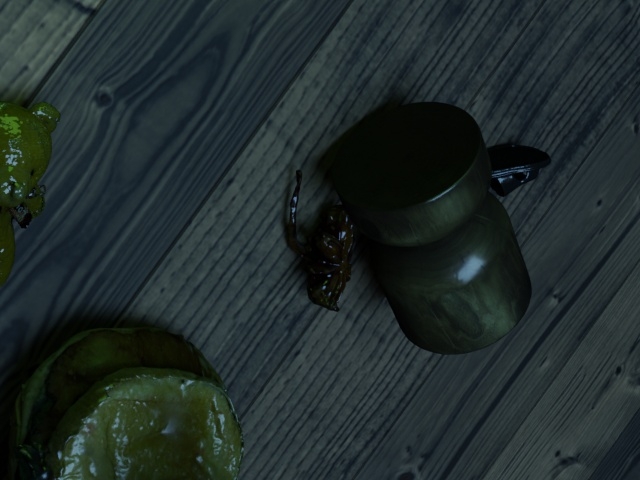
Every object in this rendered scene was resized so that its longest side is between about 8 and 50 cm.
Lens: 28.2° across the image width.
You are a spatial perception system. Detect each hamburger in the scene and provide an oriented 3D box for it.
[{"bbox_3d":[-0.207,0.198,1.384,0.309,0.133,0.211,9,89,-46],"label":"hamburger"}]

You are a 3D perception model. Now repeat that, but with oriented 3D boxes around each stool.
[{"bbox_3d":[0.138,-0.010,1.522,0.179,0.179,0.264,-39,133,-15],"label":"stool"}]

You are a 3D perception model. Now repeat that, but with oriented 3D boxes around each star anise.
[{"bbox_3d":[0.000,0.000,1.507,0.097,0.070,0.190,-45,138,-48],"label":"star anise"}]

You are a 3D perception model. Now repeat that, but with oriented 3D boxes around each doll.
[{"bbox_3d":[-0.313,-0.032,1.223,0.137,0.097,0.209,-13,126,-39],"label":"doll"}]

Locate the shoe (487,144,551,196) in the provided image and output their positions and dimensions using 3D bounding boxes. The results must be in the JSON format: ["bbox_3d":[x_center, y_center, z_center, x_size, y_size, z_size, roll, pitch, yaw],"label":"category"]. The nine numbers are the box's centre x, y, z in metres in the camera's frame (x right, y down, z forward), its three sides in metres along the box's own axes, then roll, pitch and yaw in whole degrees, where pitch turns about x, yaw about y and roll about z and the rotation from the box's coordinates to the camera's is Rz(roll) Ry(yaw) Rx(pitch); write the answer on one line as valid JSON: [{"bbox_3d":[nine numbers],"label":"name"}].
[{"bbox_3d":[0.220,-0.083,1.636,0.159,0.062,0.053,-12,122,-26],"label":"shoe"}]
